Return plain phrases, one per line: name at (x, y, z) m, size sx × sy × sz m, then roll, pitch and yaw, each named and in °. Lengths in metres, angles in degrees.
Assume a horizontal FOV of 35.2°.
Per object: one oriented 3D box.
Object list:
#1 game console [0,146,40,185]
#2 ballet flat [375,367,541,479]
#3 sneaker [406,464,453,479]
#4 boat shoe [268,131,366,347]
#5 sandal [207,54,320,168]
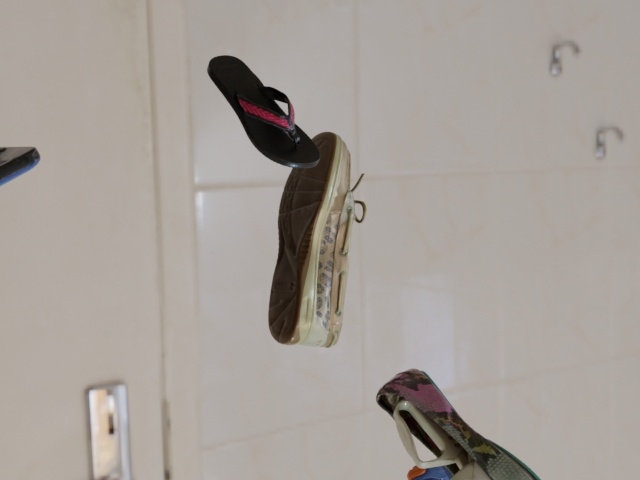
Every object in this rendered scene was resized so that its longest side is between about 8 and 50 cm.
game console at (-0.553, -0.111, 1.282) m, size 0.293 × 0.173 × 0.250 m, roll -35°, pitch -157°, yaw -30°
ballet flat at (0.139, 0.223, 1.045) m, size 0.079 × 0.076 × 0.221 m, roll -26°, pitch -126°, yaw -31°
sneaker at (0.240, 0.431, 1.639) m, size 0.221 × 0.087 × 0.083 m, roll 16°, pitch 139°, yaw -16°
boat shoe at (0.000, 0.000, 1.340) m, size 0.089 × 0.285 × 0.105 m, roll 11°, pitch -179°, yaw -32°
sandal at (-0.064, -0.151, 1.133) m, size 0.067 × 0.179 × 0.040 m, roll -23°, pitch 158°, yaw -42°
